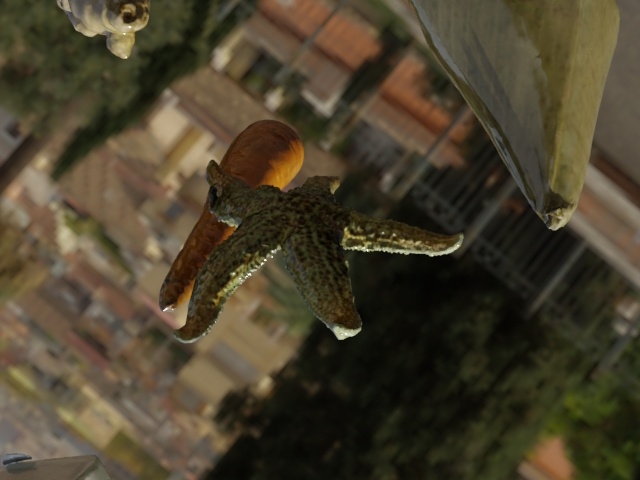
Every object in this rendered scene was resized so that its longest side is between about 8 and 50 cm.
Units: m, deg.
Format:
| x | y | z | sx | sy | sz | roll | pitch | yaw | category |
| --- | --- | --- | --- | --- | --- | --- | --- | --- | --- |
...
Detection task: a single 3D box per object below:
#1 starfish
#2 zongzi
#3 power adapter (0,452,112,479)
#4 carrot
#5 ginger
| x | y | z | sx | sy | sz | roll | pitch | yaw | category |
| --- | --- | --- | --- | --- | --- | --- | --- | --- | --- |
| 0.000 | 0.000 | 1.068 | 0.208 | 0.175 | 0.053 | -90 | 0 | -54 | starfish |
| -0.025 | -0.286 | 1.056 | 0.500 | 0.467 | 0.218 | 18 | 148 | -15 | zongzi |
| -0.118 | 0.243 | 0.847 | 0.255 | 0.124 | 0.187 | 61 | 152 | -7 | power adapter |
| -0.077 | -0.027 | 1.402 | 0.061 | 0.257 | 0.061 | 13 | 127 | 17 | carrot |
| -0.193 | -0.239 | 1.410 | 0.333 | 0.080 | 0.166 | -133 | 43 | -65 | ginger |
